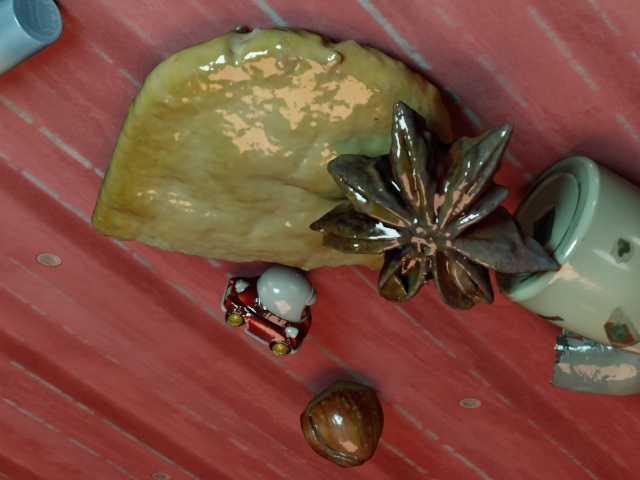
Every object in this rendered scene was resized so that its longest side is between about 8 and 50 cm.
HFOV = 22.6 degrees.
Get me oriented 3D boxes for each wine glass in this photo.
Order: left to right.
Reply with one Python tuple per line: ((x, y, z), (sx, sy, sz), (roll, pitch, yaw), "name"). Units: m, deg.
((0.494, 0.164, 2.326), (0.321, 0.143, 0.143), (-1, 146, 10), "wine glass")

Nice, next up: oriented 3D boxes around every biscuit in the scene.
((-0.041, -0.096, 2.026), (0.429, 0.104, 0.446), (14, 142, -13), "biscuit")

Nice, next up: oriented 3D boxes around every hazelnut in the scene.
((0.039, 0.302, 2.602), (0.143, 0.143, 0.154), (14, 164, -13), "hazelnut")

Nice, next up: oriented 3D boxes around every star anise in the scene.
((0.144, -0.033, 1.926), (0.315, 0.108, 0.315), (4, 124, 7), "star anise")

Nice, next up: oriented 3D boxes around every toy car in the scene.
((-0.066, 0.086, 2.337), (0.139, 0.112, 0.112), (26, 128, -13), "toy car")

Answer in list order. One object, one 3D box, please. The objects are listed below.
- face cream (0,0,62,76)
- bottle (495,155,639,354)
((-0.417, -0.223, 1.930), (0.250, 0.077, 0.077), (-23, 137, 38), "face cream")
((0.425, 0.048, 2.082), (0.352, 0.229, 0.229), (26, 142, -18), "bottle")
